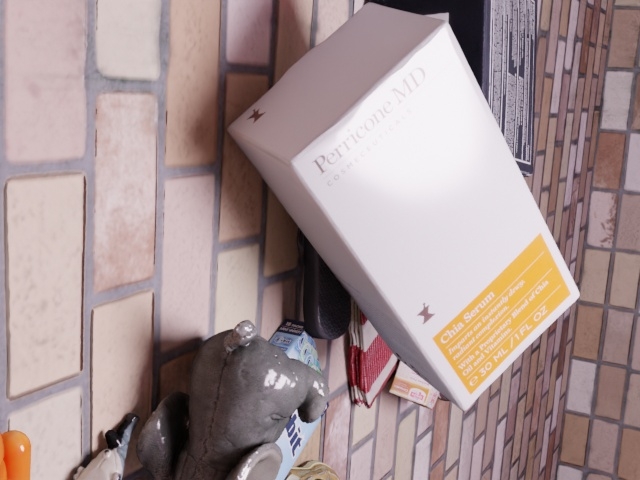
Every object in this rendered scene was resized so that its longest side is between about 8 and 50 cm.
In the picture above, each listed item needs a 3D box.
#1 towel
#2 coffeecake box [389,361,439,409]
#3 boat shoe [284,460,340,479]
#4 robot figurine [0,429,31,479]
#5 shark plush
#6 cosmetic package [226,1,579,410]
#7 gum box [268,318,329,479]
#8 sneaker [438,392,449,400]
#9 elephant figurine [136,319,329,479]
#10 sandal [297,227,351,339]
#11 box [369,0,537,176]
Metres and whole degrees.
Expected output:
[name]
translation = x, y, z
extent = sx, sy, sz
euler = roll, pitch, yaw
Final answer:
[towel]
translation = 0.099, 0.073, 1.353
extent = 0.237, 0.037, 0.329
euler = -46, 138, -51
[coffeecake box]
translation = 0.191, 0.195, 1.482
extent = 0.142, 0.068, 0.186
euler = 47, 63, -71
[boat shoe]
translation = -0.007, 0.352, 1.191
extent = 0.190, 0.072, 0.068
euler = 23, 78, -62
[robot figurine]
translation = -0.276, 0.195, 0.569
extent = 0.158, 0.128, 0.220
euler = -3, 105, -18
[shark plush]
translation = -0.218, 0.240, 0.810
extent = 0.067, 0.073, 0.161
euler = 94, -1, -55
[cosmetic package]
translation = 0.119, -0.027, 1.023
extent = 0.230, 0.161, 0.453
euler = -43, 126, -9
[gum box]
translation = -0.057, 0.220, 1.090
extent = 0.184, 0.041, 0.157
euler = -53, 141, -44
[sneaker]
translation = 0.297, 0.203, 1.630
extent = 0.106, 0.162, 0.282
euler = -42, 134, -50
[elephant figurine]
translation = -0.102, 0.222, 0.876
extent = 0.186, 0.169, 0.240
euler = 36, 71, -27
[sandal]
translation = -0.001, 0.000, 1.109
extent = 0.097, 0.054, 0.255
euler = 10, 83, -49
[box]
translation = 0.205, -0.248, 1.274
extent = 0.294, 0.182, 0.297
euler = 0, 92, -62
